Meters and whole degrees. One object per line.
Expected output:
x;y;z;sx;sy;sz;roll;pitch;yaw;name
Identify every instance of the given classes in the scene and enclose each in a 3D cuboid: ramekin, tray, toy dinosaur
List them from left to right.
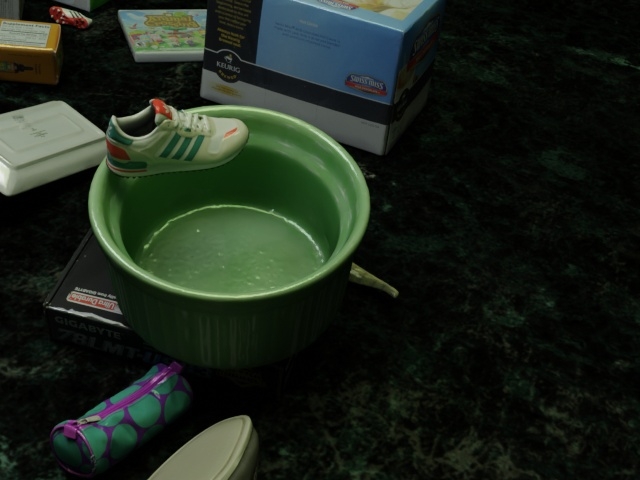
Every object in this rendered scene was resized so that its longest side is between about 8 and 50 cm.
-0.407;-0.145;1.504;0.145;0.030;0.270;37;27;10;tray
-0.101;-0.001;1.188;0.303;0.148;0.303;3;46;-3;ramekin
0.000;0.000;1.436;0.268;0.064;0.118;19;51;16;toy dinosaur

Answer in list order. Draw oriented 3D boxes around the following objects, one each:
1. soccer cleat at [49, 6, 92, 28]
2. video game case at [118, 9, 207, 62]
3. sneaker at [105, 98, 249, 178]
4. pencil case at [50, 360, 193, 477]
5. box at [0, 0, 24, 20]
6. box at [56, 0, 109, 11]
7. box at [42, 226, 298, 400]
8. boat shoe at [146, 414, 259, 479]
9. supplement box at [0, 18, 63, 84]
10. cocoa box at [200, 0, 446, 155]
-0.468;-0.418;1.974;0.083;0.029;0.035;20;27;11;soccer cleat
-0.260;-0.387;1.976;0.212;0.023;0.193;-5;36;-19;video game case
-0.154;-0.117;1.137;0.161;0.075;0.057;-11;48;-15;sneaker
-0.206;0.188;1.108;0.064;0.070;0.151;28;38;27;pencil case
-0.604;-0.473;1.946;0.103;0.114;0.203;1;34;-12;box
-0.491;-0.588;2.126;0.231;0.127;0.262;18;36;15;box
-0.145;0.033;1.306;0.295;0.073;0.293;14;44;9;box
-0.130;0.294;0.971;0.112;0.095;0.335;-18;20;26;boat shoe
-0.550;-0.320;1.752;0.233;0.078;0.080;6;50;-5;supplement box
0.005;-0.332;1.772;0.347;0.228;0.231;19;36;15;cocoa box
